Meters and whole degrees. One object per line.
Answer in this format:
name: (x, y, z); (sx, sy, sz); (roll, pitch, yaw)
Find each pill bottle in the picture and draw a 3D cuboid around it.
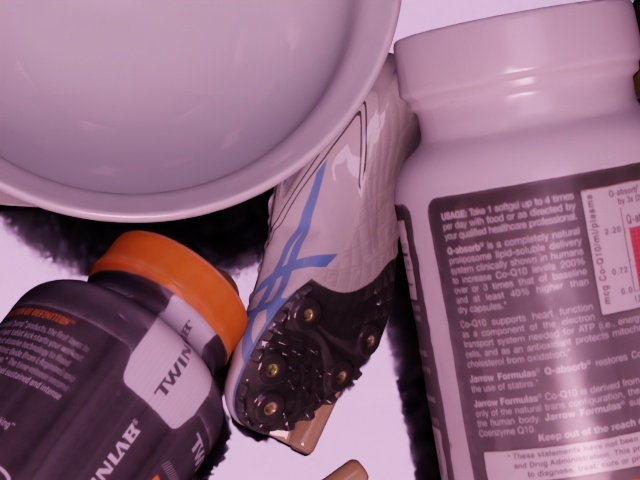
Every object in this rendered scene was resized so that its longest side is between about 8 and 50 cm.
pill bottle: (-0.135, 0.110, 0.961); (0.130, 0.130, 0.245); (33, 62, 3)
pill bottle: (0.127, 0.018, 1.018); (0.162, 0.162, 0.278); (-10, 92, -3)

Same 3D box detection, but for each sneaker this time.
sneaker: (0.000, 0.000, 1.078); (0.086, 0.085, 0.237); (8, 68, 43)

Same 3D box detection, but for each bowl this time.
bowl: (-0.108, -0.140, 1.057); (0.298, 0.134, 0.298); (1, 77, -6)

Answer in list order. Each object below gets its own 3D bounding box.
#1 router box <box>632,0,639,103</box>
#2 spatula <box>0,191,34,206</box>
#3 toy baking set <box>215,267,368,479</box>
router box: (0.263, -0.119, 1.076); (0.179, 0.133, 0.046); (-5, 81, -2)
spatula: (-0.236, -0.109, 1.118); (0.242, 0.019, 0.168); (7, 82, -1)
toy baking set: (-0.104, 0.126, 1.083); (0.256, 0.030, 0.197); (-40, 80, -10)
